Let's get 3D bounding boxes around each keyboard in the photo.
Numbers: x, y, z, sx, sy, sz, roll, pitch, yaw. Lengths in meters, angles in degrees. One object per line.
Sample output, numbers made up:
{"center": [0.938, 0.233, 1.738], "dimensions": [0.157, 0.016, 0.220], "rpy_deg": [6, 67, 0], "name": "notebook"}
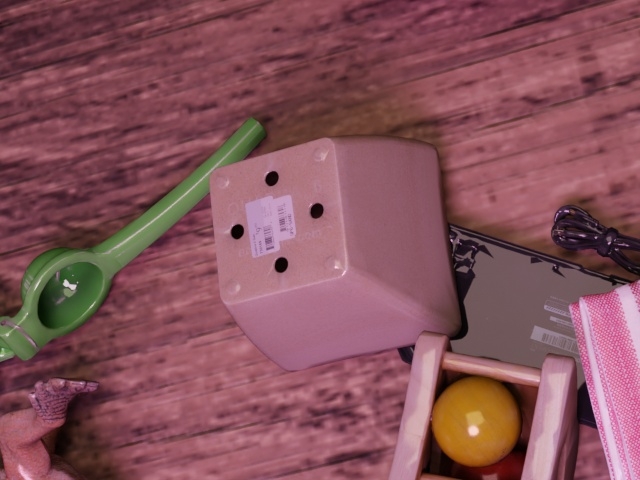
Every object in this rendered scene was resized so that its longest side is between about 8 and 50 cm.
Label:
{"center": [0.138, 0.040, 0.872], "dimensions": [0.180, 0.023, 0.108], "rpy_deg": [18, 87, 17], "name": "keyboard"}

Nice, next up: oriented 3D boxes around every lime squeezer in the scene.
{"center": [-0.170, 0.021, 0.948], "dimensions": [0.310, 0.059, 0.110], "rpy_deg": [-17, 38, 10], "name": "lime squeezer"}

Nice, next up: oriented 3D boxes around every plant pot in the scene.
{"center": [0.000, 0.000, 0.866], "dimensions": [0.109, 0.096, 0.109], "rpy_deg": [-14, 72, 24], "name": "plant pot"}

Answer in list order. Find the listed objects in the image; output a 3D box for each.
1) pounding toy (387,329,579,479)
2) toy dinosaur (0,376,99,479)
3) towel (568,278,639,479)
{"center": [0.026, 0.175, 0.794], "dimensions": [0.154, 0.154, 0.270], "rpy_deg": [10, 78, 17], "name": "pounding toy"}
{"center": [-0.186, 0.172, 0.872], "dimensions": [0.295, 0.127, 0.200], "rpy_deg": [0, 82, 20], "name": "toy dinosaur"}
{"center": [0.234, 0.075, 0.820], "dimensions": [0.197, 0.029, 0.144], "rpy_deg": [-14, 82, 3], "name": "towel"}
